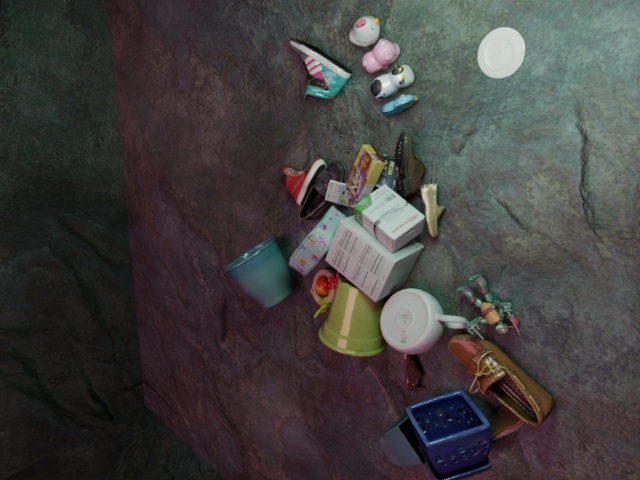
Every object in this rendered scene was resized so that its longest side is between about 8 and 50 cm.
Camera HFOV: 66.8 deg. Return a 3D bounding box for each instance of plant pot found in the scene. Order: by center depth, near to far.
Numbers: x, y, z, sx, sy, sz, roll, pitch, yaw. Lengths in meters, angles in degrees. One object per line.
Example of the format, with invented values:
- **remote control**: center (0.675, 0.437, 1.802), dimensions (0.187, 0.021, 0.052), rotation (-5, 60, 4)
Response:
- **plant pot**: center (0.463, 0.707, 1.726), dimensions (0.236, 0.236, 0.212), rotation (-119, 13, -74)
- **plant pot**: center (0.145, 0.273, 1.904), dimensions (0.276, 0.276, 0.253), rotation (20, 110, 37)
- **plant pot**: center (0.351, 0.807, 1.964), dimensions (0.165, 0.166, 0.234), rotation (54, 141, 15)
- **plant pot**: center (-0.258, 0.164, 2.245), dimensions (0.272, 0.272, 0.255), rotation (-24, 103, 45)

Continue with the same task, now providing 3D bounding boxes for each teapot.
- **teapot**: center (0.360, 0.301, 1.764), dimensions (0.252, 0.187, 0.256), rotation (-55, 42, 13)

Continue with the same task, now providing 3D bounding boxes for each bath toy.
- **bath toy**: center (0.207, -0.600, 1.624), dimensions (0.151, 0.129, 0.348), rotation (-25, 88, 11)

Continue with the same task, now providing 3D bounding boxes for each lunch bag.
- **lunch bag**: center (0.000, 0.000, 1.964), dimensions (0.108, 0.224, 0.279), rotation (40, 130, -1)

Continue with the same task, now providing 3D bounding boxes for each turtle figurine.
- **turtle figurine**: center (0.554, 0.235, 1.602), dimensions (0.175, 0.118, 0.234), rotation (-44, 58, 27)

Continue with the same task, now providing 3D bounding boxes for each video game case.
- **video game case**: center (0.086, -0.184, 1.915), dimensions (0.122, 0.011, 0.087), rotation (16, 119, 1)

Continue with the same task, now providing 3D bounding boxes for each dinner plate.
- **dinner plate**: center (0.526, -0.549, 1.423), dimensions (0.141, 0.017, 0.141), rotation (15, 113, 37)

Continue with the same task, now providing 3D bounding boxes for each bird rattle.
- **bird rattle**: center (0.028, 0.207, 2.078), dimensions (0.207, 0.143, 0.253), rotation (44, 128, 44)

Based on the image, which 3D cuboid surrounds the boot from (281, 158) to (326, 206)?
- **boot**: center (-0.082, -0.284, 2.033), dimensions (0.176, 0.088, 0.244), rotation (51, 135, 19)

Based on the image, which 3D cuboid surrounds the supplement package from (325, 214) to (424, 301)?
- **supplement package**: center (0.198, 0.049, 1.806), dimensions (0.263, 0.199, 0.198), rotation (39, 128, 26)

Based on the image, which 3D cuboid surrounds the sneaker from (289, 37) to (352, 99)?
- **sneaker**: center (-0.031, -0.629, 1.844), dimensions (0.295, 0.124, 0.178), rotation (42, 119, 23)

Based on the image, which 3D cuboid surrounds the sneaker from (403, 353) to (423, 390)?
- **sneaker**: center (0.371, 0.507, 1.915), dimensions (0.071, 0.066, 0.188), rotation (3, 112, 25)

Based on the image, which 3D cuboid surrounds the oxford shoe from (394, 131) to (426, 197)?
- **oxford shoe**: center (0.311, -0.267, 1.672), dimensions (0.083, 0.096, 0.227), rotation (-120, 19, -59)

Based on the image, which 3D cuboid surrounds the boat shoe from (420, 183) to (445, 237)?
- **boat shoe**: center (0.394, -0.103, 1.670), dimensions (0.072, 0.068, 0.189), rotation (-10, 107, 15)

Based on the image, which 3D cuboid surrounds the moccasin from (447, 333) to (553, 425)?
- **moccasin**: center (0.584, 0.463, 1.629), dimensions (0.380, 0.147, 0.139), rotation (46, 130, 22)

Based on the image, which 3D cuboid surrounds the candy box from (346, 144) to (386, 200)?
- **candy box**: center (0.165, -0.249, 1.802), dimensions (0.109, 0.053, 0.186), rotation (64, 144, 35)

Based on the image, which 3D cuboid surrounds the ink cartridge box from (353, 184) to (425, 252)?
- **ink cartridge box**: center (0.241, -0.078, 1.701), dimensions (0.208, 0.153, 0.086), rotation (46, 160, 32)

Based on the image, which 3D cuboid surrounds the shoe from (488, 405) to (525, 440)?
- **shoe**: center (0.648, 0.636, 1.703), dimensions (0.219, 0.058, 0.076), rotation (-53, 37, 36)

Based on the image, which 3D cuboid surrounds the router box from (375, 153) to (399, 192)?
- **router box**: center (0.253, -0.242, 1.767), dimensions (0.092, 0.038, 0.122), rotation (28, 122, 33)

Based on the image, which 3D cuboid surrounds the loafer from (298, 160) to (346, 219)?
- **loafer**: center (0.005, -0.191, 1.973), dimensions (0.109, 0.095, 0.302), rotation (48, 131, 20)
